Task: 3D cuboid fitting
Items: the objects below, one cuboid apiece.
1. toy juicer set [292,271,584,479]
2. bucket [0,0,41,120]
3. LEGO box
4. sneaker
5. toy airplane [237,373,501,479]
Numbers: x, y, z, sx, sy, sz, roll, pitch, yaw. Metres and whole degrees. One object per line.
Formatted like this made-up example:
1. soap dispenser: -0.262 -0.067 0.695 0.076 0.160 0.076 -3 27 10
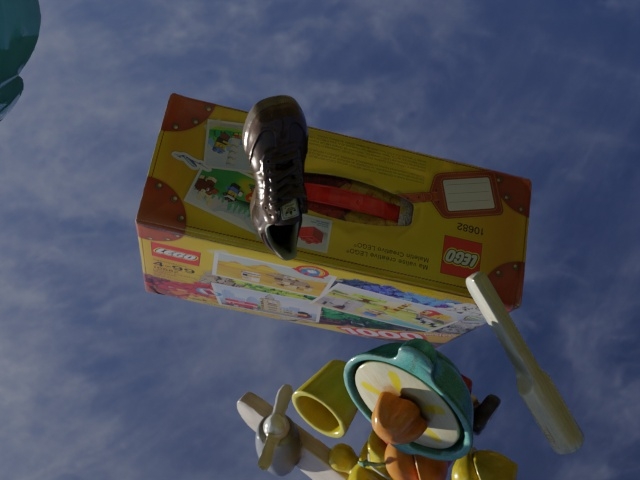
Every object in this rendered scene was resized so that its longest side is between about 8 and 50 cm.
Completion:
1. toy juicer set: 0.110 0.174 0.692 0.209 0.329 0.089 45 -124 -2
2. bucket: -0.290 -0.113 0.343 0.281 0.281 0.183 -1 -148 2
3. LEGO box: 0.000 0.000 1.131 0.500 0.372 0.193 13 -109 -7
4. sneaker: -0.033 -0.056 0.734 0.066 0.188 0.071 -19 -123 -15
5. toy airplane: 0.076 0.363 1.024 0.386 0.384 0.272 -16 -171 37
